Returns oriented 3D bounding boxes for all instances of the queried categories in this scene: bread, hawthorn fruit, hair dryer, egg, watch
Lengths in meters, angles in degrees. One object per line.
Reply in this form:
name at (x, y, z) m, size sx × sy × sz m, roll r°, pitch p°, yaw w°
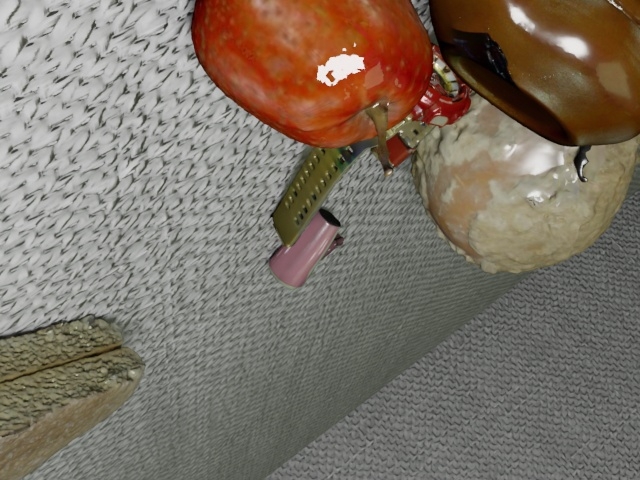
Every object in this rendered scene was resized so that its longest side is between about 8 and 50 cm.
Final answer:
bread at (-0.316, 0.171, 0.814) m, size 0.183 × 0.102 × 0.337 m, roll -44°, pitch 165°, yaw 23°
hawthorn fruit at (0.012, -0.124, 0.605) m, size 0.163 × 0.203 × 0.162 m, roll -35°, pitch 165°, yaw -11°
hair dryer at (-0.003, 0.005, 1.168) m, size 0.106 × 0.054 × 0.154 m, roll -50°, pitch 171°, yaw 15°
egg at (0.252, -0.105, 1.076) m, size 0.310 × 0.279 × 0.279 m, roll -60°, pitch 157°, yaw 17°
watch at (0.053, -0.101, 0.960) m, size 0.165 × 0.102 × 0.268 m, roll -30°, pitch 167°, yaw -36°

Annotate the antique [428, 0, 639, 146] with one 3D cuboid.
antique at (0.207, -0.184, 0.815) m, size 0.278 × 0.223 × 0.129 m, roll 32°, pitch 94°, yaw -43°
